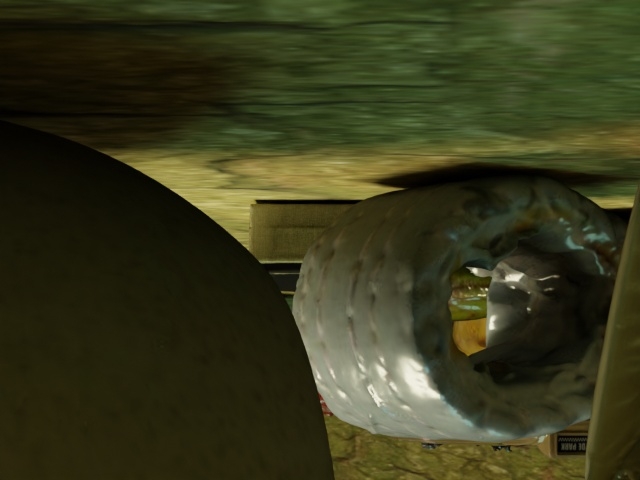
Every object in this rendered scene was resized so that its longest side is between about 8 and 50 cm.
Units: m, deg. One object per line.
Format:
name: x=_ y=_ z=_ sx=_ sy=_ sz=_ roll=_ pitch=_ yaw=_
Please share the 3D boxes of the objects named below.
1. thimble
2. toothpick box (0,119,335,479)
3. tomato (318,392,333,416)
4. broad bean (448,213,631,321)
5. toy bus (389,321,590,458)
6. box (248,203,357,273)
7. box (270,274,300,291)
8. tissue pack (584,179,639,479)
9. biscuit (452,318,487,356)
thimble: x=0.071 y=0.034 z=0.887 sx=0.151 sy=0.127 sz=0.118 roll=5 pitch=174 yaw=-35
toothpick box: x=-0.229 y=0.138 z=0.627 sx=0.425 sy=0.409 sz=0.409 roll=0 pitch=175 yaw=-17
tomato: x=0.032 y=0.095 z=1.765 sx=0.139 sy=0.091 sz=0.159 roll=-10 pitch=151 yaw=-20
broad bean: x=0.123 y=0.017 z=1.055 sx=0.339 sy=0.061 sz=0.077 roll=-2 pitch=-178 yaw=29
toy bus: x=0.182 y=0.142 z=1.861 sx=0.139 sy=0.157 sz=0.289 roll=3 pitch=174 yaw=-34
box: x=0.000 y=0.000 z=1.012 sx=0.079 sy=0.035 sz=0.083 roll=0 pitch=174 yaw=1
box: x=0.024 y=0.018 z=1.283 sx=0.126 sy=0.027 sz=0.125 roll=2 pitch=172 yaw=-4
tissue pack: x=0.207 y=0.048 z=0.796 sx=0.125 sy=0.159 sz=0.234 roll=12 pitch=178 yaw=21
biscuit: x=0.241 y=0.081 z=1.487 sx=0.274 sy=0.091 sz=0.213 roll=13 pitch=171 yaw=18
